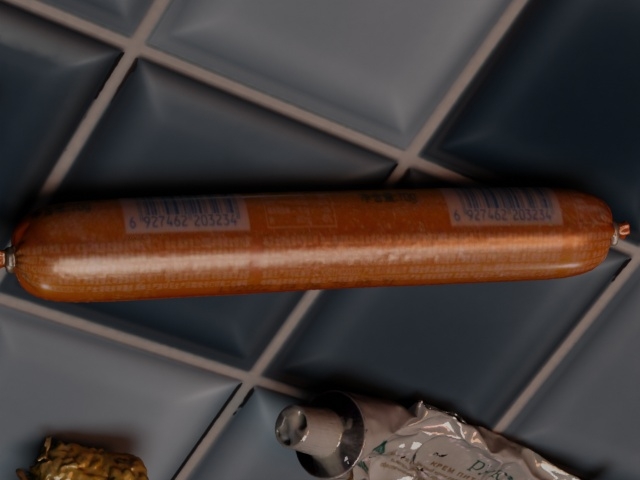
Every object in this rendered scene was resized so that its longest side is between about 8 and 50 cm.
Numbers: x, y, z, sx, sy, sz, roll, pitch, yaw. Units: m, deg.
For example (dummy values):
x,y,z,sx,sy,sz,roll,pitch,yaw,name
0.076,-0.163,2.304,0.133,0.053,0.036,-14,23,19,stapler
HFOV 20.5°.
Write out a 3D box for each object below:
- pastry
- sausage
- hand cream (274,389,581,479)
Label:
x,y,z,sx,sy,sz,roll,pitch,yaw,name
-0.148,0.178,1.024,0.080,0.056,0.140,12,126,-10,pastry
0.000,0.000,0.927,0.348,0.053,0.053,-2,127,-15,sausage
0.071,0.141,1.062,0.257,0.050,0.084,22,120,-36,hand cream
